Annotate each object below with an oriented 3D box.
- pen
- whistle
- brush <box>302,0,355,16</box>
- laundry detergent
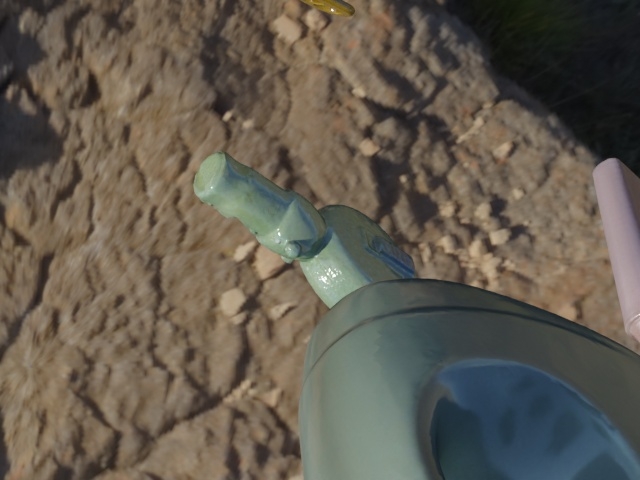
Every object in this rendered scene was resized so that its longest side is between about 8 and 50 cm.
[{"bbox_3d":[0.216,0.026,0.844,0.053,0.032,0.197,36,34,-33],"label":"pen"},{"bbox_3d":[0.000,0.000,1.110,0.258,0.126,0.067,32,116,-31],"label":"whistle"},{"bbox_3d":[-0.070,-0.199,0.868,0.272,0.103,0.013,16,93,-46],"label":"brush"},{"bbox_3d":[0.114,0.178,0.357,0.264,0.398,0.125,38,107,-22],"label":"laundry detergent"}]
